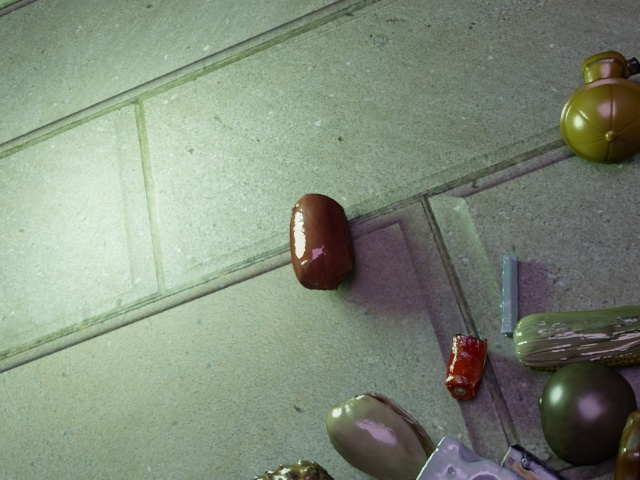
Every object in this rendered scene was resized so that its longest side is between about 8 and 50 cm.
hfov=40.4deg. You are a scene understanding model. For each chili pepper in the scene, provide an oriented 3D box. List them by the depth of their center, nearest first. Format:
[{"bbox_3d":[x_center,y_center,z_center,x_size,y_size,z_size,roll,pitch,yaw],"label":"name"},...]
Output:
[{"bbox_3d":[0.282,0.249,1.702,0.070,0.073,0.123,-32,35,56],"label":"chili pepper"}]

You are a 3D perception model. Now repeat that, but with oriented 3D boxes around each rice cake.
[{"bbox_3d":[0.382,0.110,1.768,0.042,0.030,0.180,-1,60,15],"label":"rice cake"}]

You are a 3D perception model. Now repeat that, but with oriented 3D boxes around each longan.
[{"bbox_3d":[0.464,0.306,1.547,0.204,0.159,0.185,-4,64,63],"label":"longan"}]

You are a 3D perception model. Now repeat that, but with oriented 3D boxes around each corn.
[{"bbox_3d":[0.517,0.176,1.618,0.305,0.123,0.122,-9,56,15],"label":"corn"}]

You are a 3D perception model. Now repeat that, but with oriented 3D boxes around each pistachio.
[{"bbox_3d":[0.111,0.372,1.663,0.223,0.126,0.152,18,102,24],"label":"pistachio"}]

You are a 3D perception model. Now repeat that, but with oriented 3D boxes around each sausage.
[{"bbox_3d":[0.000,0.000,1.920,0.148,0.148,0.254,-14,55,13],"label":"sausage"}]

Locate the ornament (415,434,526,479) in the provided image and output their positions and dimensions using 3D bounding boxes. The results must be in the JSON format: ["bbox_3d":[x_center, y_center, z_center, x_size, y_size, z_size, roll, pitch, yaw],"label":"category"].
[{"bbox_3d":[0.266,0.512,1.442,0.240,0.240,0.239,26,71,32],"label":"ornament"}]

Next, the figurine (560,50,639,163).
[{"bbox_3d":[0.604,-0.289,1.844,0.192,0.167,0.257,-17,52,28],"label":"figurine"}]

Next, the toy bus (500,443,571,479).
[{"bbox_3d":[0.399,0.439,1.547,0.172,0.057,0.072,32,85,34],"label":"toy bus"}]

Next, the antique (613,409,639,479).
[{"bbox_3d":[0.533,0.405,1.390,0.129,0.278,0.223,9,33,24],"label":"antique"}]

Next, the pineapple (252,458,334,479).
[{"bbox_3d":[-0.137,0.537,1.651,0.361,0.175,0.175,-25,53,21],"label":"pineapple"}]
